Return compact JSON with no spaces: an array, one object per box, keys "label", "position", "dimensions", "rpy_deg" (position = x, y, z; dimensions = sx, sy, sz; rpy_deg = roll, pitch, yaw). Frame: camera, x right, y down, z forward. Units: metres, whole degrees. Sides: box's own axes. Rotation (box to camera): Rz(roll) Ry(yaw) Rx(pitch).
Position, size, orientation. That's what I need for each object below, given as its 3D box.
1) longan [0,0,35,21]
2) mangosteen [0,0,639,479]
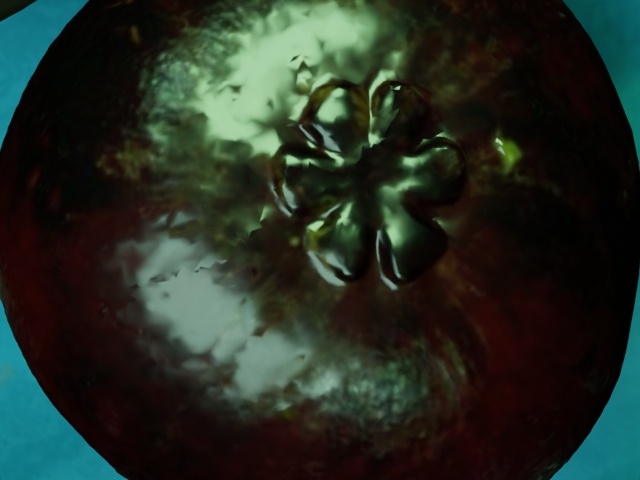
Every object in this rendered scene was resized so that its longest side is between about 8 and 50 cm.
[{"label":"longan","position":[-0.193,-0.195,0.607],"dimensions":[0.350,0.288,0.288],"rpy_deg":[0,111,19]},{"label":"mangosteen","position":[0.000,0.000,0.645],"dimensions":[0.235,0.235,0.261],"rpy_deg":[47,168,2]}]
